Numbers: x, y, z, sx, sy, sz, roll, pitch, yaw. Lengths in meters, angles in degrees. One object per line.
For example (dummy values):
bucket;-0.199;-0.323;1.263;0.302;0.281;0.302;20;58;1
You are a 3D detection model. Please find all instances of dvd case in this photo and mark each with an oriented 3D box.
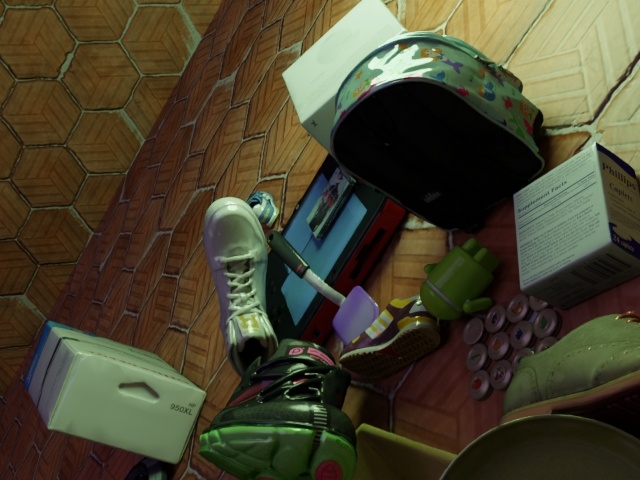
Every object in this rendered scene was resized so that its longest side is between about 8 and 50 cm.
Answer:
dvd case;0.017;-0.067;1.389;0.119;0.013;0.087;-57;23;14

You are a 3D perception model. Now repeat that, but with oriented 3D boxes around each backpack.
backpack;0.145;-0.154;1.067;0.225;0.253;0.191;-38;37;44

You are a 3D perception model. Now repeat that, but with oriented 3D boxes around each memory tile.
memory tile;0.225;0.119;0.955;0.148;0.012;0.113;-39;36;43

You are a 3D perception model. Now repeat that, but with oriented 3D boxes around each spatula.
spatula;-0.005;0.065;1.273;0.296;0.030;0.084;43;107;38

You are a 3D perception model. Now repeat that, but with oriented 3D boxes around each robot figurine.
robot figurine;0.174;0.053;1.032;0.115;0.067;0.101;-50;45;6

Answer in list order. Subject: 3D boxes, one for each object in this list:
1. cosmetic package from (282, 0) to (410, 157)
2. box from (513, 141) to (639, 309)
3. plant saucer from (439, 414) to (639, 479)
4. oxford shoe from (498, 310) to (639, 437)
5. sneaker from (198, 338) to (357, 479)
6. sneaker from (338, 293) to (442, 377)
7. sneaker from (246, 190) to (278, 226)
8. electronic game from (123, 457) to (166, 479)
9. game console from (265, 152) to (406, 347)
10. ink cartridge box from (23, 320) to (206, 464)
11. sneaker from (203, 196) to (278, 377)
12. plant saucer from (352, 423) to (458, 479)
cosmetic package;0.072;-0.274;1.383;0.224;0.138;0.225;-40;30;14
box;0.285;-0.013;0.890;0.126;0.072;0.137;-37;38;45
plant saucer;0.209;0.272;0.692;0.241;0.037;0.241;-4;78;19
oxford shoe;0.290;0.108;0.725;0.348;0.123;0.130;-32;36;47
sneaker;-0.053;0.225;1.087;0.202;0.185;0.483;-67;9;-12
sneaker;0.100;0.130;1.130;0.185;0.069;0.084;-30;34;41
sneaker;-0.135;-0.078;1.747;0.053;0.059;0.144;-63;25;10
electronic game;-0.376;0.556;1.661;0.229;0.048;0.229;-44;33;39
game console;0.000;0.000;1.429;0.386;0.060;0.342;-58;27;13
ink cartridge box;-0.457;0.319;1.746;0.395;0.285;0.166;8;76;64
sneaker;-0.119;0.088;1.311;0.169;0.108;0.292;-122;23;-58
plant saucer;0.103;0.395;0.869;0.333;0.081;0.333;-3;65;62
